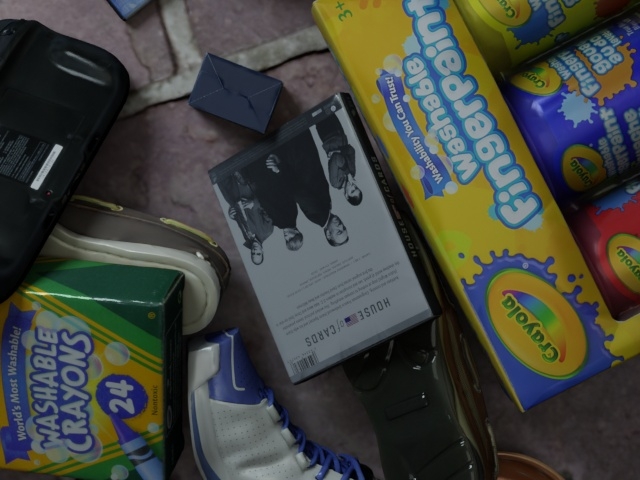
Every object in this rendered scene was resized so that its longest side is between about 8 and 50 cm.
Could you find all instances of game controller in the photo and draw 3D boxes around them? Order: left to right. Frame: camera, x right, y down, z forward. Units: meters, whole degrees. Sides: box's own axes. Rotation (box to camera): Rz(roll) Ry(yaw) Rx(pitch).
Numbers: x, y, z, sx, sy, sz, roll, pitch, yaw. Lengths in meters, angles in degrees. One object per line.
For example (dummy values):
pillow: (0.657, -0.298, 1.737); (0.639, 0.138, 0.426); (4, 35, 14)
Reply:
game controller: (-0.311, -0.080, 1.453); (0.166, 0.067, 0.319); (24, 61, 1)

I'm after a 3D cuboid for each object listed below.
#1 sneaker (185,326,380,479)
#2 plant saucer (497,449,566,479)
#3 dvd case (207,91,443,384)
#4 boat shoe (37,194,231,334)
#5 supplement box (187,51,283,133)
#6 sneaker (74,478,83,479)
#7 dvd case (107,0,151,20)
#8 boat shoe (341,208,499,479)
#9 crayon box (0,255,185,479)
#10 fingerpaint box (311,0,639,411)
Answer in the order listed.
sneaker: (-0.030, 0.231, 1.529); (0.182, 0.127, 0.316); (-12, 100, -4)
plant saucer: (0.180, 0.315, 1.572); (0.200, 0.037, 0.200); (0, 94, -2)
dvd case: (0.000, 0.000, 1.488); (0.179, 0.029, 0.239); (-28, 79, 30)
boat shoe: (-0.250, 0.007, 1.513); (0.324, 0.097, 0.117); (14, 115, 4)
supplement box: (-0.084, -0.147, 1.517); (0.083, 0.083, 0.056); (21, 93, -2)
sneaker: (-0.192, 0.353, 1.550); (0.125, 0.104, 0.262); (-12, 91, 18)
dvd case: (-0.158, -0.371, 1.534); (0.253, 0.022, 0.180); (-38, 92, 1)
boat shoe: (0.099, 0.132, 1.522); (0.122, 0.120, 0.324); (-18, 77, 25)
crayon box: (-0.298, 0.119, 1.472); (0.323, 0.083, 0.203); (6, 114, 8)
fingerpaint box: (0.252, -0.116, 1.486); (0.371, 0.163, 0.445); (-26, 93, 1)
